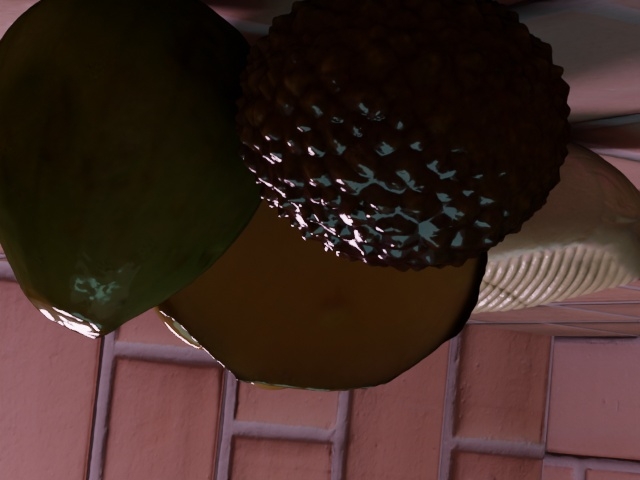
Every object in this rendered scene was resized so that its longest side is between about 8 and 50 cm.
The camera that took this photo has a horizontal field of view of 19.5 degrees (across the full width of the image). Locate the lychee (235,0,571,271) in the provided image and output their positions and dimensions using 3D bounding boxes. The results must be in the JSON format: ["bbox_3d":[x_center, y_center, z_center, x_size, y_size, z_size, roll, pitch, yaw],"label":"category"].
[{"bbox_3d":[0.058,-0.068,1.163,0.200,0.200,0.238,0,153,43],"label":"lychee"}]

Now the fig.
[{"bbox_3d":[-0.129,-0.062,1.237,0.207,0.230,0.207,3,135,3],"label":"fig"}]

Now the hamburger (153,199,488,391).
[{"bbox_3d":[-0.014,-0.018,1.479,0.276,0.276,0.237,6,-171,-6],"label":"hamburger"}]

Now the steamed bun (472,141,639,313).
[{"bbox_3d":[0.178,-0.028,1.695,0.239,0.152,0.170,-15,158,26],"label":"steamed bun"}]
